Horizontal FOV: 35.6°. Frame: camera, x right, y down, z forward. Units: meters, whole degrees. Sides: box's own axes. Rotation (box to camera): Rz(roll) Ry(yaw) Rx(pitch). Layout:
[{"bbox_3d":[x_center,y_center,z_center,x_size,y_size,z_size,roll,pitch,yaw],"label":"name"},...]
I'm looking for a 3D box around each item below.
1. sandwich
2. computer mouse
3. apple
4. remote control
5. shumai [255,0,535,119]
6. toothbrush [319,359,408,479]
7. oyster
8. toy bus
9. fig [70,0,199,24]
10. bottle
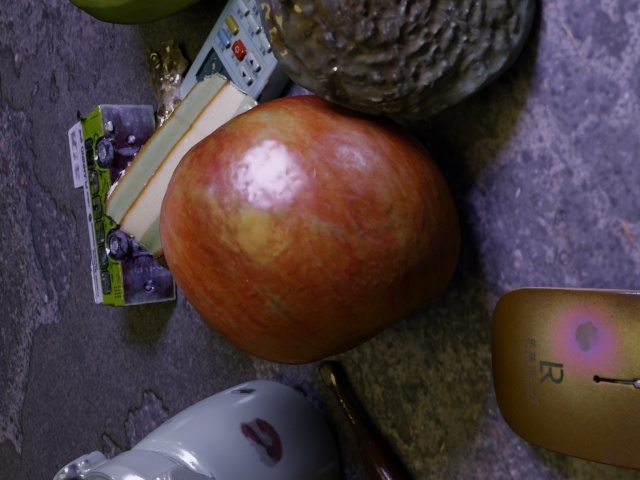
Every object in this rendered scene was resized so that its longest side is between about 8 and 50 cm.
[{"bbox_3d":[-0.120,-0.059,1.268,0.155,0.198,0.227,37,89,39],"label":"sandwich"},{"bbox_3d":[0.273,0.121,0.903,0.310,0.072,0.158,1,95,48],"label":"computer mouse"},{"bbox_3d":[0.000,0.000,1.044,0.301,0.301,0.301,4,95,49],"label":"apple"},{"bbox_3d":[-0.076,-0.266,1.291,0.344,0.050,0.145,-54,55,36],"label":"remote control"},{"bbox_3d":[0.048,-0.289,1.047,0.309,0.304,0.263,-57,21,0],"label":"shumai"},{"bbox_3d":[0.086,0.287,1.148,0.041,0.041,0.364,-55,53,35],"label":"toothbrush"},{"bbox_3d":[-0.224,-0.200,1.453,0.106,0.061,0.200,-42,62,40],"label":"oyster"},{"bbox_3d":[-0.303,-0.050,1.520,0.139,0.113,0.301,-12,85,52],"label":"toy bus"},{"bbox_3d":[-0.217,-0.420,1.297,0.326,0.258,0.258,-5,88,32],"label":"fig"},{"bbox_3d":[-0.139,0.305,1.146,0.229,0.352,0.229,4,99,29],"label":"bottle"}]
